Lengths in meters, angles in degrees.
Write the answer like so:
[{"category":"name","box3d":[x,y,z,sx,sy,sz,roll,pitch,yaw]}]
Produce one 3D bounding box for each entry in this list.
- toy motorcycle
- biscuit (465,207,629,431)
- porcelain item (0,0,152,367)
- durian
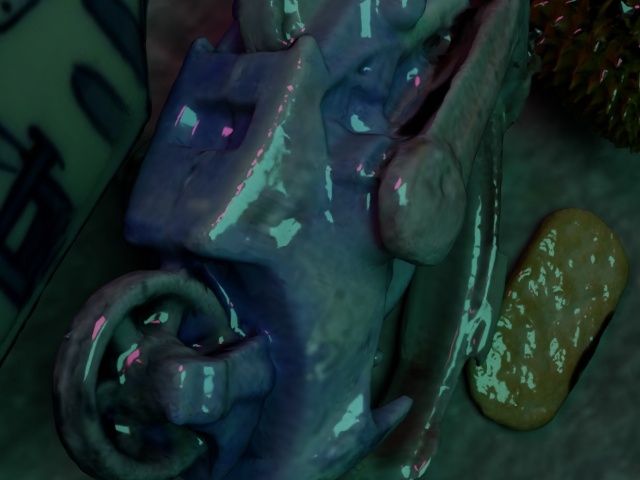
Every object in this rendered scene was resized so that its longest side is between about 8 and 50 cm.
[{"category":"toy motorcycle","box3d":[0.016,0.000,0.691,0.241,0.182,0.319,30,71,-19]},{"category":"biscuit","box3d":[0.137,0.046,0.834,0.071,0.018,0.147,38,71,-14]},{"category":"porcelain item","box3d":[-0.212,-0.068,0.545,0.286,0.157,0.281,-61,144,-19]},{"category":"durian","box3d":[0.180,-0.174,0.798,0.193,0.138,0.237,-44,91,-1]}]
